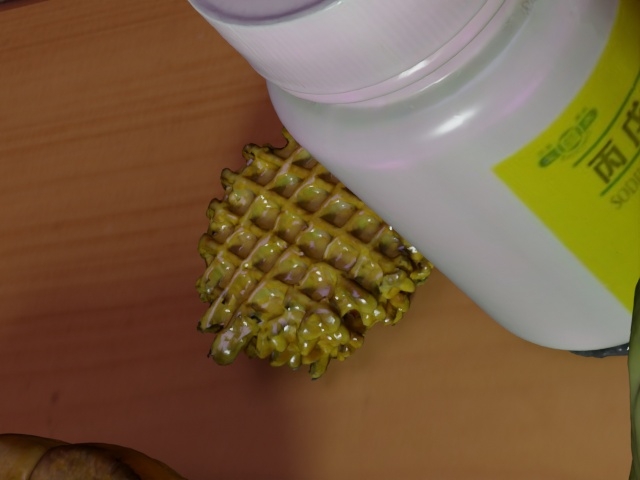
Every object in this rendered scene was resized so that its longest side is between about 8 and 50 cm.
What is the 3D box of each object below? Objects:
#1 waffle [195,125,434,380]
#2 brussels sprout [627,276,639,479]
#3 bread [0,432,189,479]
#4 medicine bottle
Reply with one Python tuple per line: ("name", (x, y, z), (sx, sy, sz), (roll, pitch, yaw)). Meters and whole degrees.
("waffle", (0.000, 0.000, 1.246), (0.197, 0.070, 0.193), (-29, 50, 16))
("brussels sprout", (0.289, 0.097, 0.857), (0.328, 0.247, 0.328), (-21, 49, 26))
("bread", (-0.190, 0.299, 1.146), (0.328, 0.148, 0.337), (0, 64, 48))
("medicine bottle", (0.096, -0.099, 1.021), (0.213, 0.378, 0.214), (-19, 53, 28))
